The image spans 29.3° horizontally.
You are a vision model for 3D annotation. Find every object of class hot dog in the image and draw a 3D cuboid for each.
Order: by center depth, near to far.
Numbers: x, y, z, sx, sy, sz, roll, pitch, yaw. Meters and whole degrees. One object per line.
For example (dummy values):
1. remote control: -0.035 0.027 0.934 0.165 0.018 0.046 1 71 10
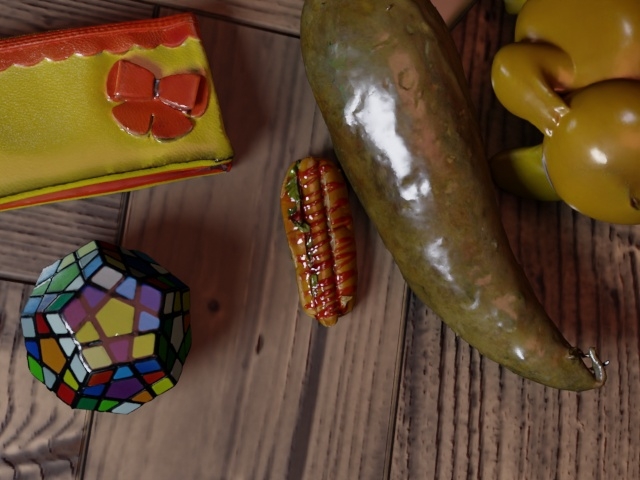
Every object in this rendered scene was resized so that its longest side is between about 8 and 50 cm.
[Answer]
1. hot dog: 0.001 0.000 1.017 0.062 0.038 0.144 -5 82 -17

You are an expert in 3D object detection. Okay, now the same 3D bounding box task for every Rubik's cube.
1. Rubik's cube: -0.159 0.066 0.922 0.133 0.133 0.112 27 102 -10

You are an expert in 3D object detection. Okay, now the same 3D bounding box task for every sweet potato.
1. sweet potato: 0.093 -0.050 1.009 0.130 0.130 0.423 -26 90 -19

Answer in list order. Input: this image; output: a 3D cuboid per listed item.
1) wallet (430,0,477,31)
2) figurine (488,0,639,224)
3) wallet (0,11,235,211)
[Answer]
1. wallet: 0.101 -0.251 1.074 0.110 0.039 0.155 40 87 -5
2. figurine: 0.234 -0.124 1.019 0.215 0.215 0.228 17 78 -13
3. wallet: -0.195 -0.104 0.965 0.241 0.067 0.141 -12 82 -17
